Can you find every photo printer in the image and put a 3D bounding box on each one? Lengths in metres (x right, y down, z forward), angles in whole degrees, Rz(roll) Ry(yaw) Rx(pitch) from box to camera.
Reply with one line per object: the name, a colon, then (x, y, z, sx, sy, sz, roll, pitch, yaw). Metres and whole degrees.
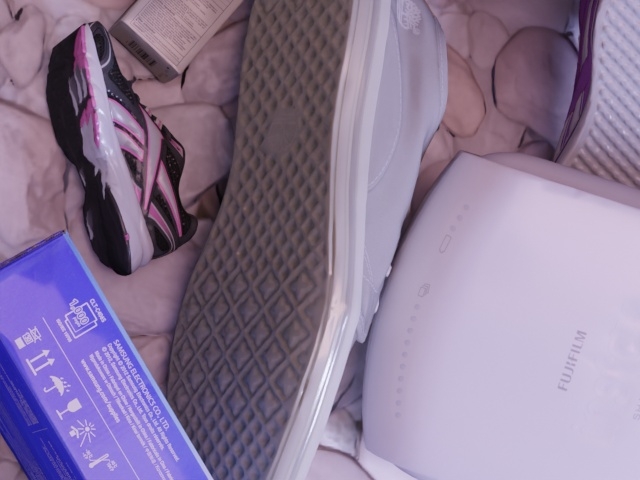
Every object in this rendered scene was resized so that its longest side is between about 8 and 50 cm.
photo printer: (0.192, 0.082, 1.304, 0.307, 0.107, 0.256, 18, 95, -1)

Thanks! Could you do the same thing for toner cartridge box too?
toner cartridge box: (-0.128, 0.169, 1.175, 0.075, 0.165, 0.348, -31, 93, -21)

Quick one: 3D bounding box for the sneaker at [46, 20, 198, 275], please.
sneaker: (-0.138, -0.069, 1.267, 0.077, 0.072, 0.178, -18, 100, -35)

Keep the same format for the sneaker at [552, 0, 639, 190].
sneaker: (0.234, -0.104, 1.392, 0.102, 0.161, 0.282, 11, 115, -3)

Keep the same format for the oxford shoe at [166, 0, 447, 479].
oxford shoe: (0.000, 0.000, 1.269, 0.130, 0.169, 0.449, 22, 76, -44)

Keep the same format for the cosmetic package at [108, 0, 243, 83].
cosmetic package: (-0.094, -0.177, 1.300, 0.060, 0.041, 0.115, 44, 71, -12)
